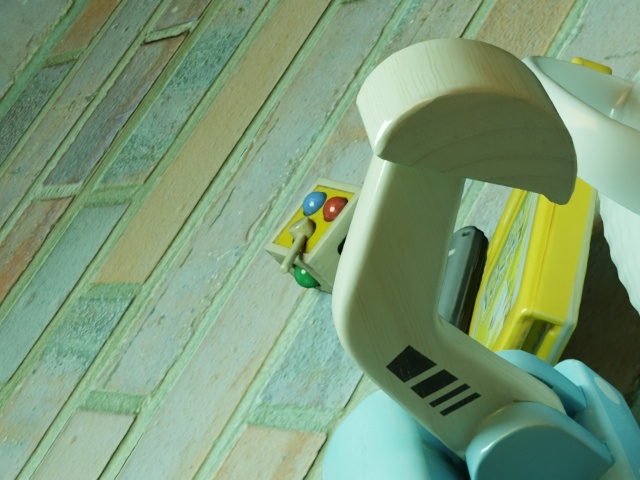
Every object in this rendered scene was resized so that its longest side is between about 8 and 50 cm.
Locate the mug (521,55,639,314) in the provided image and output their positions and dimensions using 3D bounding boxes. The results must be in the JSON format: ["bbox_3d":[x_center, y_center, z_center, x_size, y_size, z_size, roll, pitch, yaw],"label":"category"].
[{"bbox_3d":[0.305,-0.043,1.173,0.328,0.374,0.276,-107,40,-64],"label":"mug"}]

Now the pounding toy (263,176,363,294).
[{"bbox_3d":[0.000,0.000,1.810,0.141,0.100,0.130,-52,28,-12],"label":"pounding toy"}]

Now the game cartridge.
[{"bbox_3d":[0.180,0.032,1.409,0.285,0.053,0.323,107,178,-48],"label":"game cartridge"}]

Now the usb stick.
[{"bbox_3d":[0.115,0.087,1.560,0.077,0.045,0.278,-46,15,39],"label":"usb stick"}]

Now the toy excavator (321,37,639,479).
[{"bbox_3d":[0.101,0.138,1.078,0.433,0.445,0.222,-46,27,18],"label":"toy excavator"}]

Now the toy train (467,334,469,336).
[{"bbox_3d":[0.128,0.128,1.557,0.083,0.017,0.024,-55,18,-17],"label":"toy train"}]
